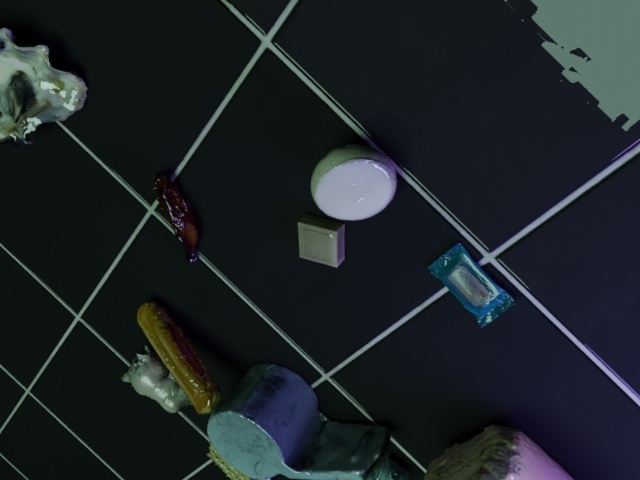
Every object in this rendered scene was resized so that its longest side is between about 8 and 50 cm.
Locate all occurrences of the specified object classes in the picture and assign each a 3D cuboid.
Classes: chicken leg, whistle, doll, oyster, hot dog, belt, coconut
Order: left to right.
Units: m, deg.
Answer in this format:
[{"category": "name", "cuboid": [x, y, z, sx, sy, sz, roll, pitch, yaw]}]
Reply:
[{"category": "oyster", "cuboid": [-0.628, -0.302, 1.455, 0.351, 0.114, 0.238, -17, 119, 44]}, {"category": "doll", "cuboid": [-0.383, 0.338, 1.753, 0.192, 0.095, 0.149, 34, 135, 4]}, {"category": "chicken leg", "cuboid": [-0.281, -0.041, 1.458, 0.093, 0.053, 0.205, 8, 121, 55]}, {"category": "hot dog", "cuboid": [-0.309, 0.252, 1.618, 0.289, 0.068, 0.083, 51, 132, 19]}, {"category": "whistle", "cuboid": [-0.057, 0.412, 1.550, 0.405, 0.168, 0.188, 23, 130, 17]}, {"category": "belt", "cuboid": [0.094, 0.570, 1.627, 0.072, 0.087, 0.302, 31, 134, -6]}, {"category": "coconut", "cuboid": [0.338, 0.517, 1.315, 0.309, 0.297, 0.297, 47, 133, -3]}]

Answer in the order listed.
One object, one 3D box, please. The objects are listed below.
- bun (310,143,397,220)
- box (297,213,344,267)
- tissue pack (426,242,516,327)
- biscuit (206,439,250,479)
[{"category": "bun", "cuboid": [0.050, -0.104, 1.182, 0.138, 0.094, 0.138, -7, 135, -7]}, {"category": "box", "cuboid": [0.000, 0.000, 1.320, 0.083, 0.035, 0.079, 16, 128, 23]}, {"category": "tissue pack", "cuboid": [0.250, 0.073, 1.224, 0.138, 0.028, 0.085, 46, 130, 2]}, {"category": "biscuit", "cuboid": [-0.211, 0.562, 1.853, 0.203, 0.016, 0.144, 47, 132, -6]}]
